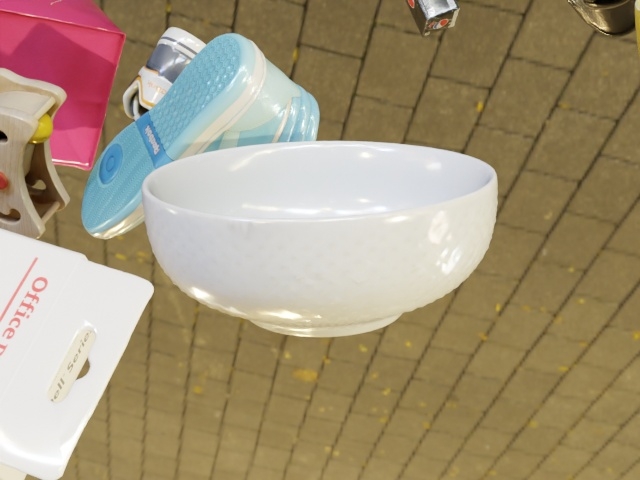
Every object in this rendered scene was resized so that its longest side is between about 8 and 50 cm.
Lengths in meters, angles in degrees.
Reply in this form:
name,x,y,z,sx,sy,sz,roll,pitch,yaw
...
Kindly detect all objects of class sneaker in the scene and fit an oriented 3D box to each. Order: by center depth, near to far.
name,x,y,z,sx,sy,sz,roll,pitch,yaw
sneaker,0.309,-0.319,1.106,0.107,0.124,0.283,-13,138,24
sneaker,-0.130,-0.088,1.188,0.319,0.127,0.208,-39,140,24
sneaker,-0.222,-0.203,1.441,0.126,0.127,0.321,29,170,1

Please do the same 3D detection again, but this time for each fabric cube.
name,x,y,z,sx,sy,sz,roll,pitch,yaw
fabric cube,-0.510,-0.294,1.637,0.254,0.258,0.259,5,117,-35

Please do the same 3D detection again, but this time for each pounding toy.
name,x,y,z,sx,sy,sz,roll,pitch,yaw
pounding toy,-0.402,-0.067,1.194,0.154,0.155,0.269,33,134,-6

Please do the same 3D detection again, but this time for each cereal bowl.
name,x,y,z,sx,sy,sz,roll,pitch,yaw
cereal bowl,0.000,0.000,0.940,0.339,0.339,0.141,3,107,12

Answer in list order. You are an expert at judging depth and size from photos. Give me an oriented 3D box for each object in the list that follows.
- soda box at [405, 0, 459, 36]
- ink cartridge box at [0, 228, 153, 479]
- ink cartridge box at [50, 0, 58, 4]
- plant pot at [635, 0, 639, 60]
name,x,y,z,sx,sy,sz,roll,pitch,yaw
soda box,0.144,-0.390,1.425,0.053,0.169,0.060,-20,167,-6
ink cartridge box,-0.338,0.093,0.895,0.353,0.207,0.119,17,152,13
ink cartridge box,-0.271,-0.413,1.408,0.224,0.181,0.056,-3,115,38
plant pot,0.476,-0.227,1.077,0.212,0.212,0.187,21,150,24
